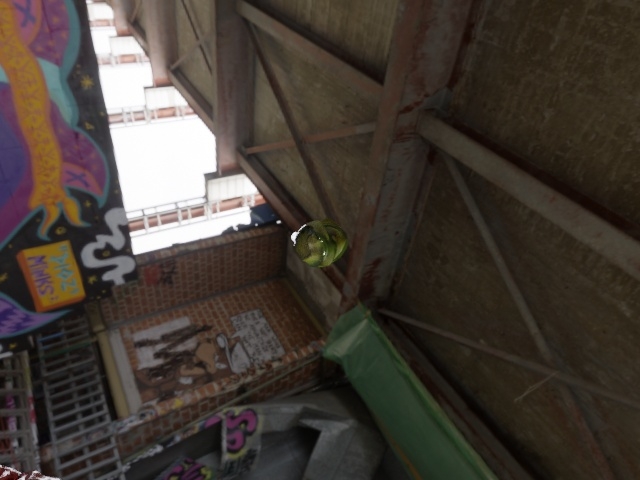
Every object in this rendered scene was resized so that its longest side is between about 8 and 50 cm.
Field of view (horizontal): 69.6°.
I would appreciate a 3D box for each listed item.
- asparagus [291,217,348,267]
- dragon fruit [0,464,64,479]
[{"bbox_3d":[0.001,0.000,0.247,0.025,0.021,0.108,42,6,4],"label":"asparagus"},{"bbox_3d":[-0.242,0.260,0.319,0.182,0.182,0.188,28,-82,54],"label":"dragon fruit"}]
